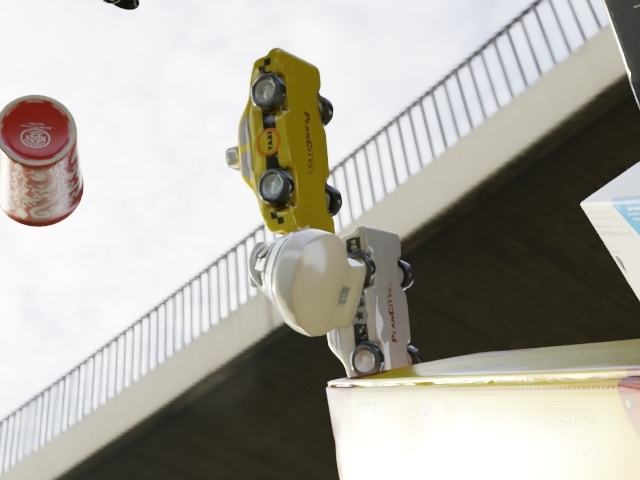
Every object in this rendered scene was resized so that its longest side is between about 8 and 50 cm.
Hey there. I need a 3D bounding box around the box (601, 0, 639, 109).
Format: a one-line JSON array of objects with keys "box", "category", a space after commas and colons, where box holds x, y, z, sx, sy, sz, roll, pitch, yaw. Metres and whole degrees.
[{"box": [0.311, -0.149, 0.585, 0.179, 0.343, 0.312, -14, -77, 44], "category": "box"}]

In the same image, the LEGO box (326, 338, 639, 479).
[{"box": [0.212, 0.269, 0.808, 0.193, 0.372, 0.500, -8, -4, -24], "category": "LEGO box"}]

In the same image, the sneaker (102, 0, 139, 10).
[{"box": [-0.164, -0.261, 0.978, 0.234, 0.084, 0.097, 9, -59, 36], "category": "sneaker"}]

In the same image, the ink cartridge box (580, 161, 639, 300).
[{"box": [0.511, 0.043, 1.425, 0.129, 0.223, 0.307, -34, -84, -8], "category": "ink cartridge box"}]

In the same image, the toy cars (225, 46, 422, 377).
[{"box": [0.000, 0.000, 1.095, 0.087, 0.176, 0.394, -12, -62, 31], "category": "toy cars"}]

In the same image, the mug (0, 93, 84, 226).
[{"box": [-0.354, -0.088, 1.284, 0.150, 0.113, 0.169, -29, -10, -22], "category": "mug"}]

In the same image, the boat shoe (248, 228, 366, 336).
[{"box": [-0.015, 0.022, 0.707, 0.063, 0.066, 0.184, 14, 2, 13], "category": "boat shoe"}]
